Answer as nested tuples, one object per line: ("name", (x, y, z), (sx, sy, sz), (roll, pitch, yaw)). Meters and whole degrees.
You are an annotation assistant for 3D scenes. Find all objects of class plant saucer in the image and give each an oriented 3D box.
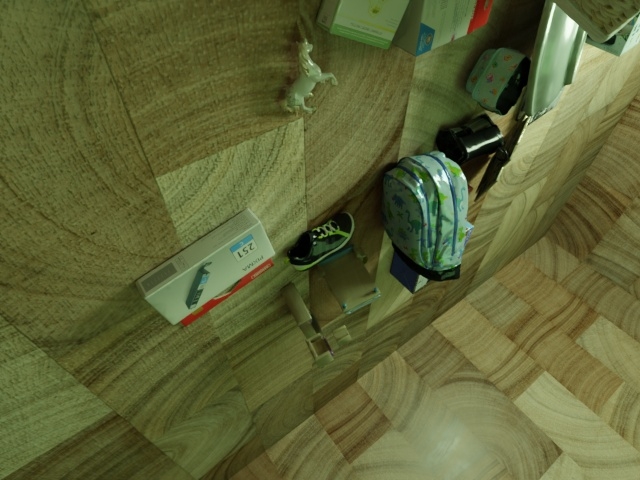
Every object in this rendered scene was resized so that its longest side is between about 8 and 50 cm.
("plant saucer", (0.665, -0.543, 1.109), (0.400, 0.101, 0.400), (-38, 136, -49))

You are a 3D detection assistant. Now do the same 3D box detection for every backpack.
("backpack", (0.314, -0.090, 1.227), (0.274, 0.290, 0.355), (-3, 125, -22))
("backpack", (0.495, -0.448, 1.124), (0.188, 0.144, 0.165), (-26, 148, -58))

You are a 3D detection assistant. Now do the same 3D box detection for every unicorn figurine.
("unicorn figurine", (-0.025, -0.308, 0.773), (0.111, 0.060, 0.161), (0, 128, -50))

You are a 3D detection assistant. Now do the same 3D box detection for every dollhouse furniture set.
("dollhouse furniture set", (0.074, 0.216, 1.290), (0.304, 0.286, 0.198), (-28, 147, -5))

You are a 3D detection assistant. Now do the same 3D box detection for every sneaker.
("sneaker", (0.000, 0.000, 1.144), (0.235, 0.084, 0.097), (-43, 148, -3))

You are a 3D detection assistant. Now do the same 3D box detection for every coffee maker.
("coffee maker", (0.476, -0.295, 1.261), (0.178, 0.171, 0.120), (-27, 151, -25))

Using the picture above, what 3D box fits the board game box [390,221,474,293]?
("board game box", (0.449, 0.042, 1.657), (0.291, 0.141, 0.232), (-30, 146, -23))

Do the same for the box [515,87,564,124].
("box", (0.816, -0.553, 1.461), (0.183, 0.056, 0.231), (-32, 147, -18))

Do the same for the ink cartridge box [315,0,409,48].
("ink cartridge box", (0.103, -0.484, 0.723), (0.171, 0.056, 0.235), (-10, 137, -42))

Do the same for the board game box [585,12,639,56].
("board game box", (0.819, -0.708, 1.123), (0.098, 0.224, 0.303), (-35, 147, -11))

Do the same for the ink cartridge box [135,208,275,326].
("ink cartridge box", (-0.247, 0.094, 0.989), (0.296, 0.066, 0.261), (-36, 147, -14))

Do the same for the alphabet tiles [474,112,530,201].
("alphabet tiles", (0.644, -0.293, 1.446), (0.285, 0.011, 0.342), (-63, 172, -9))

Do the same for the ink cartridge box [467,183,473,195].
("ink cartridge box", (0.431, -0.136, 1.475), (0.218, 0.092, 0.158), (-17, 140, -39))

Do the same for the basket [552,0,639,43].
("basket", (0.619, -0.657, 0.780), (0.328, 0.331, 0.266), (-44, 178, 2))

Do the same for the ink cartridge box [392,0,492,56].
("ink cartridge box", (0.269, -0.505, 0.863), (0.231, 0.078, 0.134), (-31, 147, -21))
